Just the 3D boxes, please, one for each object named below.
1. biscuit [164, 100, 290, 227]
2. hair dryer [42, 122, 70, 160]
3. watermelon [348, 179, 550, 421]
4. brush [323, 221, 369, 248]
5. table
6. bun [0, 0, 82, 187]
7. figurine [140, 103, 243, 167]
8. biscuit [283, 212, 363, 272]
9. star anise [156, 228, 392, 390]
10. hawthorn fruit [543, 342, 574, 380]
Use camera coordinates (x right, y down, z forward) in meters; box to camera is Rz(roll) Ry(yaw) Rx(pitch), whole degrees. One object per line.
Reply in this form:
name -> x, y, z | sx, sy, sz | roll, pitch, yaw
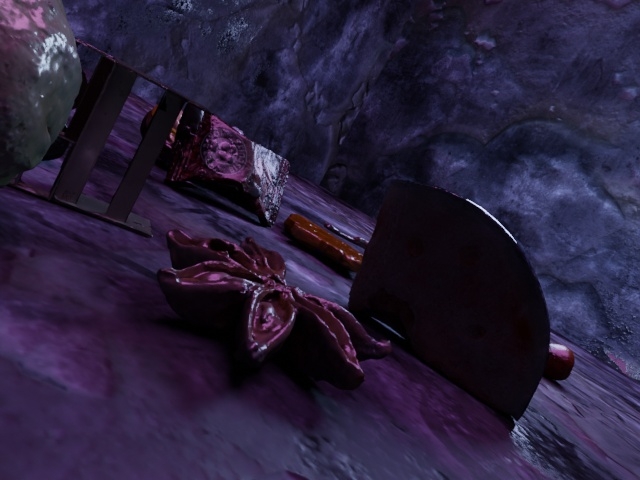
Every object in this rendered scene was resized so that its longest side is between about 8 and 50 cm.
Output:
biscuit -> -0.151, -0.125, 0.900 | 0.235, 0.151, 0.063 | 26, -28, -33
hair dryer -> -0.416, -0.264, 0.620 | 0.320, 0.156, 0.284 | 47, -13, 51
watermelon -> 0.159, 0.075, 0.671 | 0.318, 0.226, 0.148 | 65, 15, 8
brush -> 0.128, 0.024, 1.204 | 0.301, 0.071, 0.084 | 24, -2, -30
table -> -0.217, -0.104, 0.500 | 0.175, 0.146, 0.062 | 26, 10, -29
bun -> -0.236, -0.110, 0.349 | 0.118, 0.195, 0.195 | 30, 5, -46
figurine -> -0.234, -0.176, 1.005 | 0.240, 0.116, 0.174 | 31, 25, -20
biscuit -> 0.000, 0.000, 0.991 | 0.183, 0.043, 0.280 | 28, 3, -33
star anise -> -0.052, 0.055, 0.412 | 0.208, 0.063, 0.172 | 36, 14, 20
hawthorn fruit -> 0.454, 0.235, 0.999 | 0.077, 0.077, 0.077 | 28, 8, -4
